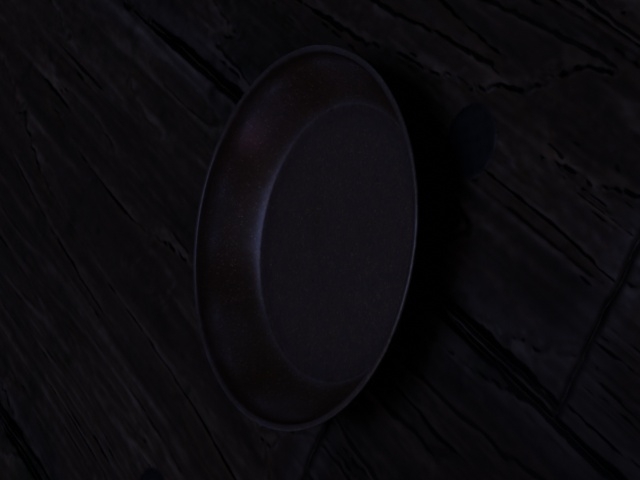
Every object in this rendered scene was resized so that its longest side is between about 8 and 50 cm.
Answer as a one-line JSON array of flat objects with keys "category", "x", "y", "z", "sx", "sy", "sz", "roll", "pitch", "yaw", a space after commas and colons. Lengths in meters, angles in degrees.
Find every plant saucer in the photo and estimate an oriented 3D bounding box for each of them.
[{"category": "plant saucer", "x": 0.000, "y": 0.000, "z": 0.876, "sx": 0.198, "sy": 0.036, "sz": 0.199, "roll": -16, "pitch": 70, "yaw": 52}]
